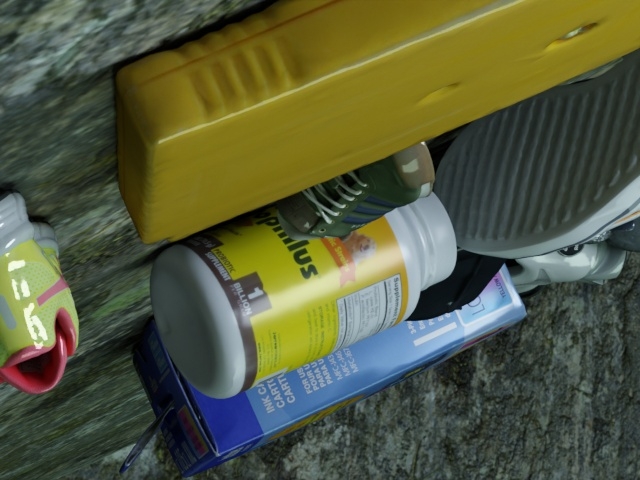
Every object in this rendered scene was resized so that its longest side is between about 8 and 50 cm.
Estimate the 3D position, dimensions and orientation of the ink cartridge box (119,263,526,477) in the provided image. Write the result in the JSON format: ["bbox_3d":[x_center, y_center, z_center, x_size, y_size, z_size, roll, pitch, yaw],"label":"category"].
[{"bbox_3d":[-0.029,0.107,1.794,0.395,0.151,0.270,-22,173,-13],"label":"ink cartridge box"}]

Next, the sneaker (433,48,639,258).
[{"bbox_3d":[0.233,-0.071,1.329,0.321,0.126,0.127,-27,158,39],"label":"sneaker"}]

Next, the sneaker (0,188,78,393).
[{"bbox_3d":[-0.166,0.040,0.960,0.081,0.094,0.208,-26,175,-4],"label":"sneaker"}]

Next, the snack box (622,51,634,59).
[{"bbox_3d":[0.291,-0.167,1.345,0.064,0.022,0.178,-20,172,-22],"label":"snack box"}]

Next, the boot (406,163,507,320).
[{"bbox_3d":[0.156,-0.026,1.535,0.246,0.094,0.207,-24,166,-16],"label":"boot"}]

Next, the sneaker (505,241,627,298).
[{"bbox_3d":[0.205,0.000,2.038,0.146,0.122,0.330,1,173,-16],"label":"sneaker"}]

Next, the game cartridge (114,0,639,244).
[{"bbox_3d":[0.050,-0.096,0.924,0.323,0.053,0.285,-22,173,-10],"label":"game cartridge"}]

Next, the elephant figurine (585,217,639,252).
[{"bbox_3d":[0.379,-0.095,1.827,0.169,0.186,0.239,23,140,-17],"label":"elephant figurine"}]

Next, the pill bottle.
[{"bbox_3d":[-0.009,0.027,1.344,0.215,0.117,0.117,-22,173,-27],"label":"pill bottle"}]

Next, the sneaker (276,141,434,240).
[{"bbox_3d":[0.015,-0.033,1.174,0.086,0.064,0.192,-29,177,-9],"label":"sneaker"}]
